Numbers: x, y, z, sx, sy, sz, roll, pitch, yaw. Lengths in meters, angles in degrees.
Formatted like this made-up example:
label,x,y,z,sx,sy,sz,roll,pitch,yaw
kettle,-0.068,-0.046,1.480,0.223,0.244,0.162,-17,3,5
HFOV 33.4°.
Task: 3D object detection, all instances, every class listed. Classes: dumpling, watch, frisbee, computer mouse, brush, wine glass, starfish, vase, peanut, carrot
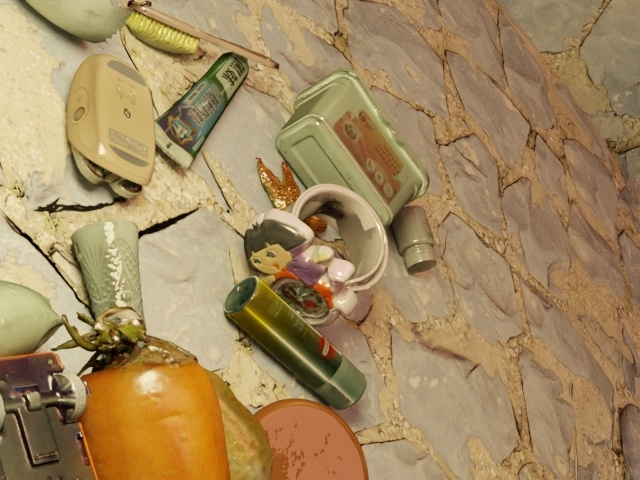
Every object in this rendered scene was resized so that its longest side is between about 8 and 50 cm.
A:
label,x,y,z,sx,sy,sz,roll,pitch,yaw
dumpling,-0.419,0.105,1.292,0.217,0.149,0.104,-36,131,-58
watch,0.000,0.000,1.844,0.244,0.196,0.231,43,52,-12
frisbee,-0.027,0.365,1.632,0.251,0.021,0.250,12,66,-30
computer mouse,-0.324,-0.179,1.654,0.145,0.082,0.236,25,48,-46
brush,-0.214,-0.352,1.931,0.313,0.067,0.072,17,19,-33
wine glass,-0.428,-0.453,1.630,0.357,0.190,0.190,30,43,-34
starfish,-0.050,-0.053,1.999,0.240,0.043,0.227,8,61,-59
vase,-0.284,0.088,1.496,0.096,0.096,0.219,10,60,-52
peanut,-0.148,0.275,1.511,0.224,0.129,0.129,59,31,-3
carrot,-0.220,0.240,1.344,0.214,0.193,0.331,166,-88,-78

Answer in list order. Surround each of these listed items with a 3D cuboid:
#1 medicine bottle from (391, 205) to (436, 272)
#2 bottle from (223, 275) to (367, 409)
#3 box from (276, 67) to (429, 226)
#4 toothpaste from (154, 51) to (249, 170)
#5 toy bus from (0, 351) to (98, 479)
label,x,y,z,sx,sy,sz,roll,pitch,yaw
medicine bottle,0.201,-0.002,2.284,0.080,0.080,0.130,16,54,-50
bottle,-0.038,0.176,1.791,0.286,0.082,0.082,45,35,-27
box,0.055,-0.157,2.121,0.312,0.175,0.182,53,39,-14
toothpaste,-0.203,-0.254,1.911,0.099,0.061,0.392,44,35,-13
toy bus,-0.328,0.300,1.200,0.143,0.153,0.329,-2,66,-54
